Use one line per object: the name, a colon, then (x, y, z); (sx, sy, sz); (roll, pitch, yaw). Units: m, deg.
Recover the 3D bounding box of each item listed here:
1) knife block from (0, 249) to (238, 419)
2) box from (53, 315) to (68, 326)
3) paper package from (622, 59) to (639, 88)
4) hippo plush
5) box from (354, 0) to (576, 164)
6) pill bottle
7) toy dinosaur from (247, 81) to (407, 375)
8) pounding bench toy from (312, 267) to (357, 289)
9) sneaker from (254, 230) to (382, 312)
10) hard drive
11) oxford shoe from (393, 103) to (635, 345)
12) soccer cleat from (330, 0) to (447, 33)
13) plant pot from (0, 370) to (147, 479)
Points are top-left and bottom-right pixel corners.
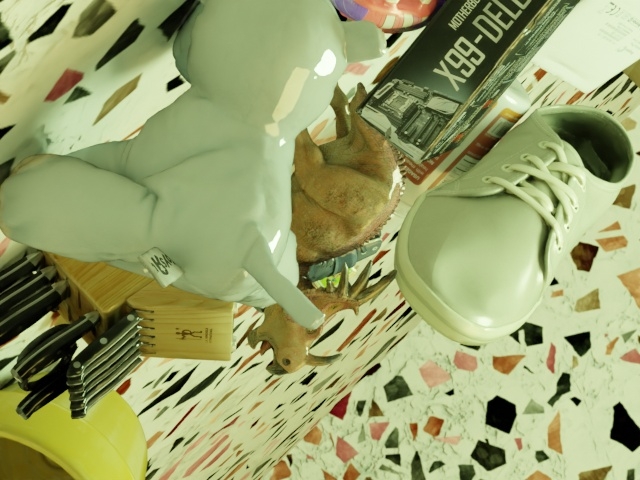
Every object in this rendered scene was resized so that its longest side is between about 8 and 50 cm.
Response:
knife block: (-0.186, 0.018, 1.678); (0.088, 0.242, 0.275); (98, -4, -56)
box: (-0.154, -0.005, 1.872); (0.164, 0.021, 0.201); (-32, 165, -49)
paper package: (0.491, -0.378, 2.452); (0.309, 0.168, 0.325); (-38, 167, -29)
hippo plush: (-0.093, -0.086, 1.437); (0.294, 0.234, 0.236); (-176, -78, -84)
box: (0.175, -0.212, 1.775); (0.307, 0.076, 0.242); (-51, 175, 14)
pill bottle: (0.119, -0.115, 2.209); (0.216, 0.121, 0.121); (-46, 170, 16)
toy dinosaur: (0.015, -0.027, 1.934); (0.295, 0.200, 0.127); (-51, 167, 33)
pounding bench toy: (-0.007, 0.019, 2.470); (0.052, 0.083, 0.065); (-39, -159, -11)
sneaker: (-0.001, -0.001, 2.253); (0.163, 0.086, 0.226); (-29, 176, -16)
hard drive: (0.349, -0.265, 1.953); (0.319, 0.040, 0.210); (-34, 158, 20)
oxford shoe: (0.210, -0.033, 2.095); (0.130, 0.169, 0.449); (-48, 175, 37)
soccer cleat: (0.058, -0.208, 1.727); (0.095, 0.083, 0.248); (-44, 174, 26)
plant pot: (-0.271, 0.239, 1.860); (0.254, 0.254, 0.239); (-48, -175, 20)
